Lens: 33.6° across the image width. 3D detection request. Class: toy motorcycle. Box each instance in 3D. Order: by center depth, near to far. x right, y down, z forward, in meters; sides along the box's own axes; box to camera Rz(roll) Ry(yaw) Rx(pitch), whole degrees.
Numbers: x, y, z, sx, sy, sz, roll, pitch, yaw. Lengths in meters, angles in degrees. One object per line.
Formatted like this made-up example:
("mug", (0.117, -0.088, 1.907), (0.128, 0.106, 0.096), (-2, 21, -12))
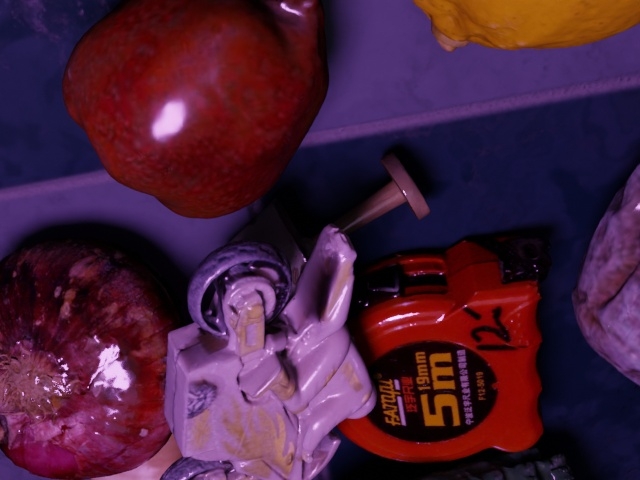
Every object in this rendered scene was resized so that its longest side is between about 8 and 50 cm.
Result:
("toy motorcycle", (-0.040, 0.135, 0.997), (0.222, 0.108, 0.341), (-7, 128, -24))

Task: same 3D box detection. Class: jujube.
("jujube", (0.383, 0.008, 1.015), (0.226, 0.226, 0.317), (20, 115, -15))

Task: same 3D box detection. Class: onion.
("onion", (-0.241, 0.115, 1.066), (0.246, 0.190, 0.246), (2, 100, 11))

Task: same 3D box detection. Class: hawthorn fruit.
("hawthorn fruit", (-0.085, -0.141, 0.893), (0.248, 0.208, 0.208), (-34, 119, 28))

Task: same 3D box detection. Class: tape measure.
("tape measure", (0.120, 0.119, 1.131), (0.260, 0.114, 0.253), (-6, 124, 6))

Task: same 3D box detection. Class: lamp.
("lamp", (0.000, 0.000, 1.046), (0.214, 0.121, 0.121), (-33, 120, 2))

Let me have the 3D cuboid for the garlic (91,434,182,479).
("garlic", (-0.170, 0.225, 1.195), (0.244, 0.145, 0.164), (-8, 91, 5))

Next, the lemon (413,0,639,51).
("lemon", (0.195, -0.288, 0.779), (0.285, 0.285, 0.316), (-3, 144, 0))

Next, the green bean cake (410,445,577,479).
("green bean cake", (0.121, 0.355, 1.220), (0.300, 0.169, 0.308), (-5, 161, -36))
